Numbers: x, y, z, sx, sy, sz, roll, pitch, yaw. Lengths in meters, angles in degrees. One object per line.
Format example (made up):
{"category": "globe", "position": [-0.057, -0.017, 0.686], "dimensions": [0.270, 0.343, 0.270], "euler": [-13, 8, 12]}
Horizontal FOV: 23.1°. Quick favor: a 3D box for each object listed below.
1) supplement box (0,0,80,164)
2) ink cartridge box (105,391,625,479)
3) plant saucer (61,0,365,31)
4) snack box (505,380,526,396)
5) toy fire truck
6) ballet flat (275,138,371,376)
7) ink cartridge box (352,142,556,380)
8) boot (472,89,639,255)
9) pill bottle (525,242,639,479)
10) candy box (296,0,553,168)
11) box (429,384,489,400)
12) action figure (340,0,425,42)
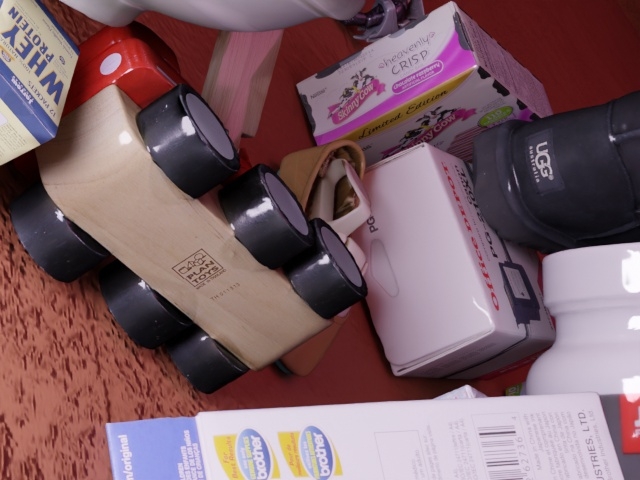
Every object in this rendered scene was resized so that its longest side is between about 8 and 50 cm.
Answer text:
{"category": "supplement box", "position": [-0.175, -0.077, 0.783], "dimensions": [0.056, 0.083, 0.083], "euler": [53, 24, -32]}
{"category": "ink cartridge box", "position": [0.038, 0.184, 0.876], "dimensions": [0.311, 0.065, 0.185], "euler": [1, 58, -23]}
{"category": "plant saucer", "position": [-0.160, -0.213, 0.824], "dimensions": [0.400, 0.100, 0.400], "euler": [36, 8, -6]}
{"category": "snack box", "position": [0.225, 0.176, 1.465], "dimensions": [0.037, 0.100, 0.141], "euler": [57, 21, -25]}
{"category": "toy fire truck", "position": [-0.079, -0.070, 0.954], "dimensions": [0.217, 0.158, 0.246], "euler": [44, 17, -44]}
{"category": "ballet flat", "position": [0.000, 0.000, 1.147], "dimensions": [0.080, 0.073, 0.232], "euler": [51, 25, -33]}
{"category": "ink cartridge box", "position": [0.118, 0.026, 1.371], "dimensions": [0.237, 0.100, 0.172], "euler": [14, 54, -65]}
{"category": "boot", "position": [0.408, -0.082, 1.325], "dimensions": [0.367, 0.445, 0.146], "euler": [3, 72, -53]}
{"category": "pill bottle", "position": [0.274, 0.189, 1.279], "dimensions": [0.210, 0.210, 0.362], "euler": [11, 75, -66]}
{"category": "candy box", "position": [0.105, -0.114, 1.412], "dimensions": [0.233, 0.159, 0.071], "euler": [25, 42, -60]}
{"category": "box", "position": [0.113, 0.216, 1.080], "dimensions": [0.247, 0.142, 0.163], "euler": [34, 37, -56]}
{"category": "action figure", "position": [0.027, -0.296, 1.533], "dimensions": [0.185, 0.099, 0.285], "euler": [64, 15, 17]}
